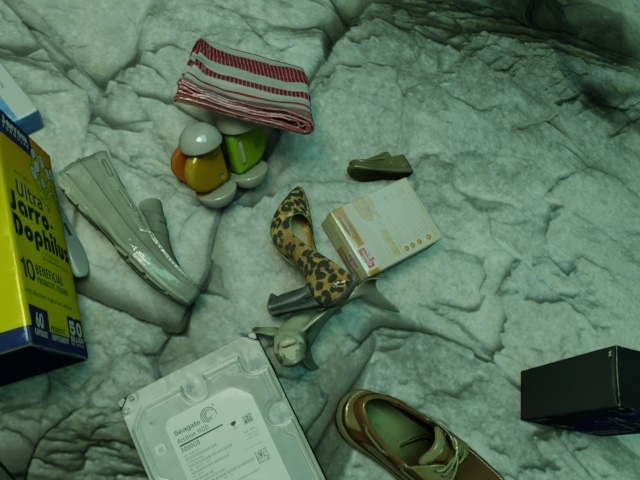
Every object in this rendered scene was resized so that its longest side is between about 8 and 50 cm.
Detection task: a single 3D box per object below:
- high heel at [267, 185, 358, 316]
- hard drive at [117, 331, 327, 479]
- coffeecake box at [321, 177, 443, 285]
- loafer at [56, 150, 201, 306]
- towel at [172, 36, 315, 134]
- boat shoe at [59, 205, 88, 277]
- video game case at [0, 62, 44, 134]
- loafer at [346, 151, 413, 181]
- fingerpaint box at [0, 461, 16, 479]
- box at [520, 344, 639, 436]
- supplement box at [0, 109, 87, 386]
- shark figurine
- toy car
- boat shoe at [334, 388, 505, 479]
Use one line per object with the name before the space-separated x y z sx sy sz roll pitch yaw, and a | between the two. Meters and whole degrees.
high heel | 0.000 0.000 1.005 0.093 0.186 0.261 30 55 -41
hard drive | -0.129 0.341 0.873 0.236 0.064 0.339 -25 77 -8
coffeecake box | 0.119 -0.019 1.120 0.185 0.068 0.142 -25 78 -24
loafer | -0.305 -0.025 0.972 0.111 0.112 0.319 -42 84 -18
towel | -0.131 -0.299 1.078 0.236 0.037 0.329 13 31 -12
boat shoe | -0.432 0.004 0.964 0.040 0.049 0.142 -29 79 6
video game case | -0.665 -0.235 0.978 0.269 0.061 0.244 -37 82 -25
loafer | 0.119 -0.153 1.184 0.147 0.056 0.050 1 68 -27
fingerpaint box | -0.518 0.367 0.566 0.163 0.445 0.371 47 63 4
box | 0.502 0.272 1.010 0.184 0.261 0.103 16 65 -9
supplement box | -0.492 0.018 0.829 0.195 0.194 0.357 -17 75 -5
shark figurine | 0.002 0.162 1.015 0.278 0.166 0.116 -30 105 -42
toy car | -0.190 -0.162 1.059 0.182 0.159 0.136 -36 45 -28
boat shoe | 0.174 0.356 0.957 0.323 0.120 0.123 30 64 -3
